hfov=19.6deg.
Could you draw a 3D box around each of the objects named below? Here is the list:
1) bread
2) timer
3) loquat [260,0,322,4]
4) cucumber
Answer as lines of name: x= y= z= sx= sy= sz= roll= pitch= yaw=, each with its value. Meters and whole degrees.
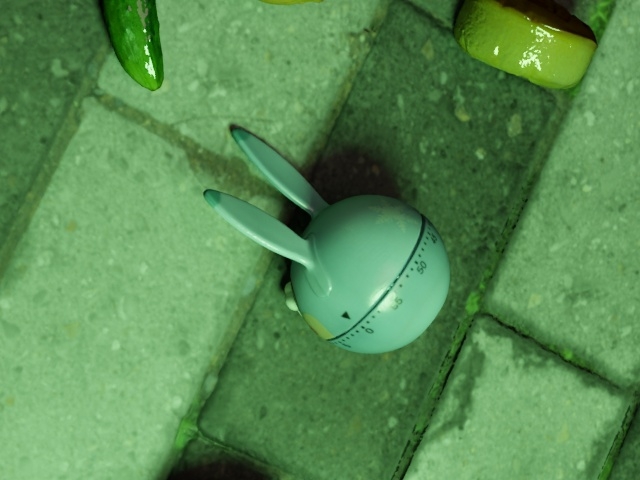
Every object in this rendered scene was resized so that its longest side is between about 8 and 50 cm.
bread: x=0.224 y=-0.210 z=1.929 sx=0.156 sy=0.125 sz=0.086 roll=14 pitch=106 yaw=-33
timer: x=0.002 y=0.018 z=1.834 sx=0.255 sy=0.175 sz=0.175 roll=18 pitch=86 yaw=-1
loquat: x=-0.030 y=-0.293 z=1.795 sx=0.137 sy=0.113 sz=0.137 roll=0 pitch=91 yaw=-3
cucumber: x=-0.183 y=-0.263 z=1.743 sx=0.056 sy=0.056 sz=0.250 roll=-11 pitch=101 yaw=-27
